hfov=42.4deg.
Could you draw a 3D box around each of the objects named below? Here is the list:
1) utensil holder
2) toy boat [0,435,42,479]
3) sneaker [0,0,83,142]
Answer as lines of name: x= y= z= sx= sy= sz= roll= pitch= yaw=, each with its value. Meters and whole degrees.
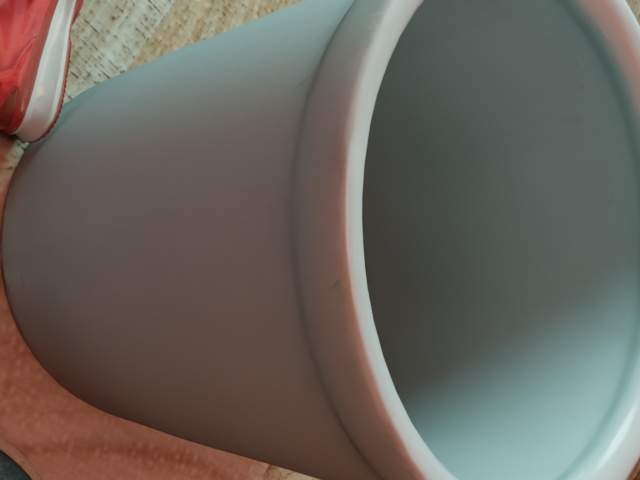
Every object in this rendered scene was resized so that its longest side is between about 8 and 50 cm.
utensil holder: x=0.000 y=0.000 z=0.580 sx=0.328 sy=0.385 sz=0.327 roll=2 pitch=86 yaw=-42
toy boat: x=-0.260 y=0.262 z=0.482 sx=0.267 sy=0.148 sz=0.318 roll=-16 pitch=101 yaw=-49
sneaker: x=-0.236 y=-0.188 z=0.574 sx=0.128 sy=0.087 sz=0.221 roll=10 pitch=80 yaw=-43
